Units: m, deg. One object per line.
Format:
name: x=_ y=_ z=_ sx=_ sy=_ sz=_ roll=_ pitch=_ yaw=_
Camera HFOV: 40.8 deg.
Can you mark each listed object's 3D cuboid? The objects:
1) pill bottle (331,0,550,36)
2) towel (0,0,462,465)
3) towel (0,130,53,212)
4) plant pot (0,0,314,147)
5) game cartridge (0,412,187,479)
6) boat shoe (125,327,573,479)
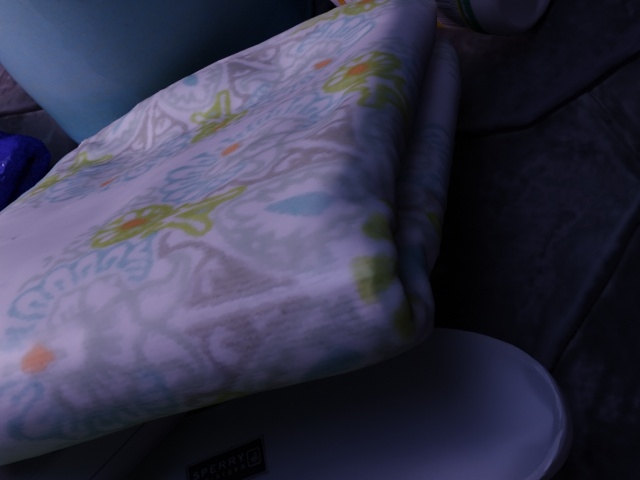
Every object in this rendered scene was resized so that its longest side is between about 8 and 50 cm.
pill bottle: x=0.069 y=-0.227 z=0.661 sx=0.208 sy=0.117 sz=0.117 roll=19 pitch=73 yaw=36
towel: x=-0.080 y=-0.023 z=0.510 sx=0.321 sy=0.090 sz=0.374 roll=-21 pitch=24 yaw=22
towel: x=-0.401 y=-0.020 z=0.847 sx=0.308 sy=0.076 sz=0.227 roll=16 pitch=79 yaw=35
plant pot: x=-0.183 y=-0.231 z=0.720 sx=0.272 sy=0.255 sz=0.271 roll=-14 pitch=57 yaw=23
game cartridge: x=-0.192 y=0.104 z=0.572 sx=0.196 sy=0.060 sz=0.294 roll=-42 pitch=25 yaw=-28
boat shoe: x=0.003 y=0.139 z=0.494 sx=0.306 sy=0.105 sz=0.113 roll=-27 pitch=57 yaw=22
